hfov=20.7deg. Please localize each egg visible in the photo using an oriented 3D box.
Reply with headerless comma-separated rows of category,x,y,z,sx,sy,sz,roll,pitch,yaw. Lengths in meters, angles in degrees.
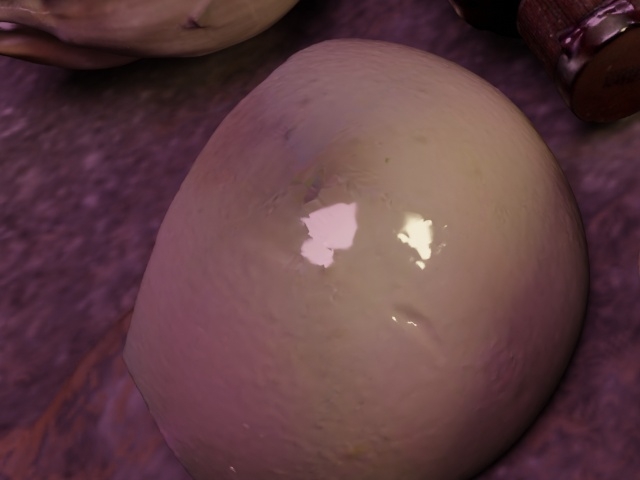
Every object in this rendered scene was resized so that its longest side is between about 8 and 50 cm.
egg,0.018,-0.003,0.863,0.206,0.162,0.271,8,66,26

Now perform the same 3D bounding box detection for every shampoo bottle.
shampoo bottle,0.093,-0.202,0.987,0.129,0.084,0.323,-10,51,-24

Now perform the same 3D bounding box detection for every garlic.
garlic,-0.105,-0.212,1.001,0.237,0.210,0.292,8,56,34

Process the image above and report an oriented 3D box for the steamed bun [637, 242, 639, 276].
steamed bun,0.262,0.024,0.731,0.268,0.207,0.280,-5,62,17
